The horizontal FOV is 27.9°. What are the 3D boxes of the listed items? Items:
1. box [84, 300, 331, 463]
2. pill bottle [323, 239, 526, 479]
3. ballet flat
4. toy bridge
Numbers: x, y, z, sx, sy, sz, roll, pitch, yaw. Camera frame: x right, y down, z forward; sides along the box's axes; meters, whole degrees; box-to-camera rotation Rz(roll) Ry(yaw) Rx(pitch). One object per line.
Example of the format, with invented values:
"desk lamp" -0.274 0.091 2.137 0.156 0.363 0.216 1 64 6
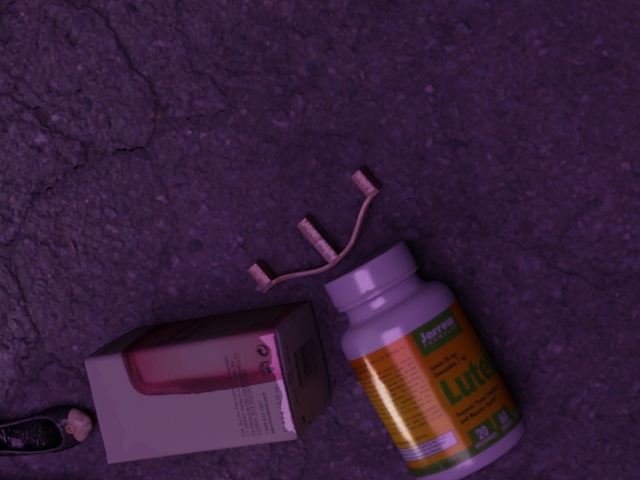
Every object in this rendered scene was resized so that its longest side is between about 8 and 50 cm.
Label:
"box" -0.124 0.158 1.459 0.232 0.148 0.127 -10 98 17
"pill bottle" 0.107 0.129 1.396 0.136 0.136 0.246 -29 92 19
"ballet flat" -0.360 0.244 1.593 0.173 0.049 0.058 -14 97 17
"toy bridge" 0.000 0.000 1.459 0.188 0.026 0.063 -42 89 19
